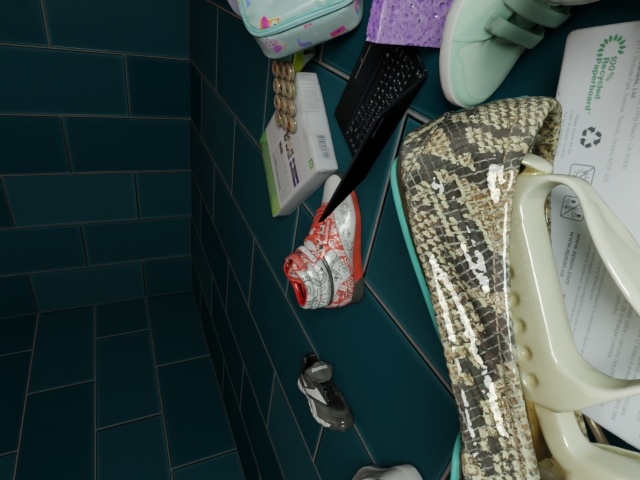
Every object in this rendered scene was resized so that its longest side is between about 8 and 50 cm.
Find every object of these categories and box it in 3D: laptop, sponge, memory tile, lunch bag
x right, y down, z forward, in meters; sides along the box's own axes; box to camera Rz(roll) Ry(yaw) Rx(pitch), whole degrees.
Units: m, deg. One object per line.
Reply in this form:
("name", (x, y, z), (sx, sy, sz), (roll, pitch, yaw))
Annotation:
("laptop", (0.051, -0.203, 0.664), (0.234, 0.136, 0.265), (-58, 44, 52))
("sponge", (0.129, -0.344, 0.489), (0.031, 0.117, 0.210), (50, 139, 47))
("memory tile", (-0.082, -0.319, 0.913), (0.113, 0.012, 0.148), (45, 143, 52))
("lunch bag", (-0.043, -0.487, 0.720), (0.108, 0.223, 0.280), (16, -119, -73))

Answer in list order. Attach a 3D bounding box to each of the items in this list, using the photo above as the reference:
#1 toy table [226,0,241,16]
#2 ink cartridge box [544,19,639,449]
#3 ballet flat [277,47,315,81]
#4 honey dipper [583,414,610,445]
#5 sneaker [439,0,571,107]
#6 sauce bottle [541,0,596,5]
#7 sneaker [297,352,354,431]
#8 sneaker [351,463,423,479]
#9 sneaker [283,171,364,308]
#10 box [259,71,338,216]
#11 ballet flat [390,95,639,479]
("toy table", (-0.176, -0.689, 0.942), (0.161, 0.252, 0.274), (56, 134, 17))
("ink cartridge box", (0.300, 0.021, 0.270), (0.330, 0.071, 0.325), (31, 123, 56))
("ballet flat", (-0.043, -0.430, 0.877), (0.231, 0.077, 0.077), (105, 150, -49))
("honey dipper", (0.282, 0.210, 0.399), (0.030, 0.030, 0.161), (125, 136, -55))
("sneaker", (0.207, -0.216, 0.373), (0.256, 0.094, 0.151), (110, 148, -41))
("sauce bottle", (0.200, -0.314, 0.227), (0.111, 0.111, 0.345), (25, 97, 61))
("sneaker", (0.004, 0.342, 0.961), (0.234, 0.078, 0.106), (-149, 54, -62))
("sneaker", (0.082, 0.493, 0.782), (0.106, 0.122, 0.290), (65, 150, 31))
("sneaker", (0.001, 0.001, 0.809), (0.090, 0.144, 0.271), (174, 90, -65))
("box", (-0.068, -0.216, 1.014), (0.322, 0.058, 0.233), (-31, 67, 61))
("ballet flat", (0.175, 0.117, 0.321), (0.181, 0.163, 0.484), (-13, 82, 43))
